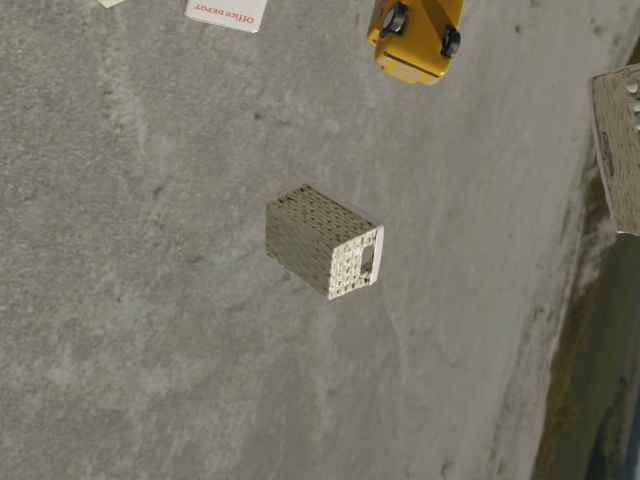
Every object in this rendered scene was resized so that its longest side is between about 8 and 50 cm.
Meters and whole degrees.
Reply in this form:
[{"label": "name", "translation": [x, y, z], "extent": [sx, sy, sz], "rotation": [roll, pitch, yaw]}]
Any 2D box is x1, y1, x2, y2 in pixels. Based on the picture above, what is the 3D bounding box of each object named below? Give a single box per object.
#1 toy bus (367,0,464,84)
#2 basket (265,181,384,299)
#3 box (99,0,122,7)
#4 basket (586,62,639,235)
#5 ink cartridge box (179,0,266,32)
[{"label": "toy bus", "translation": [0.154, -0.393, 1.050], "extent": [0.130, 0.108, 0.332], "rotation": [158, -51, -67]}, {"label": "basket", "translation": [0.000, 0.000, 1.063], "extent": [0.103, 0.167, 0.113], "rotation": [-25, 134, -35]}, {"label": "box", "translation": [-0.481, -0.648, 1.442], "extent": [0.243, 0.117, 0.213], "rotation": [33, 39, -75]}, {"label": "basket", "translation": [0.698, -0.184, 1.256], "extent": [0.266, 0.331, 0.328], "rotation": [-43, 121, -78]}, {"label": "ink cartridge box", "translation": [-0.177, -0.545, 1.375], "extent": [0.160, 0.092, 0.219], "rotation": [6, 124, -25]}]
